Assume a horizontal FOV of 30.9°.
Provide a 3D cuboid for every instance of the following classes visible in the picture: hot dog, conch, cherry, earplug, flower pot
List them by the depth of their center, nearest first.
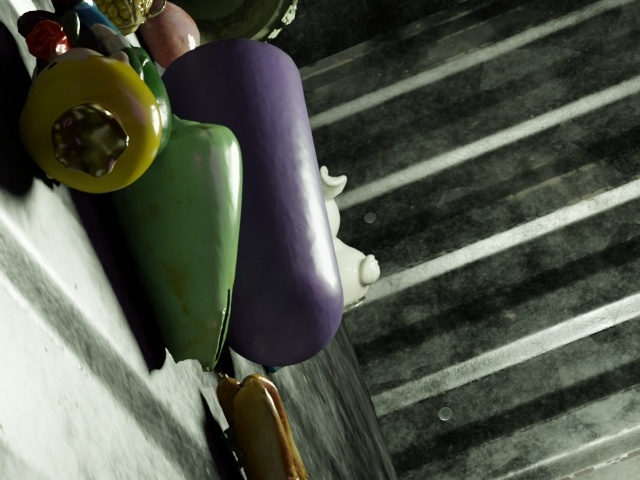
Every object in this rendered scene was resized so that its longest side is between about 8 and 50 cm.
[{"bbox_3d":[-0.137,-0.003,1.168,0.137,0.143,0.251,-15,98,-45],"label":"conch"},{"bbox_3d":[-0.050,0.263,1.258,0.109,0.072,0.270,-70,140,-88],"label":"hot dog"},{"bbox_3d":[-0.089,-0.040,1.548,0.215,0.215,0.456,63,10,-56],"label":"earplug"},{"bbox_3d":[-0.235,-0.320,1.819,0.126,0.087,0.106,68,-2,-59],"label":"cherry"},{"bbox_3d":[-0.207,-0.474,2.009,0.259,0.290,0.290,50,-13,54],"label":"flower pot"}]

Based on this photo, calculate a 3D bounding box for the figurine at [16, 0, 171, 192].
[{"bbox_3d":[-0.202,-0.130,0.971,0.185,0.127,0.234,63,14,-7],"label":"figurine"}]

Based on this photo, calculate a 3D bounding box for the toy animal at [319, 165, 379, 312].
[{"bbox_3d":[-0.006,0.001,2.460,0.247,0.182,0.310,-1,-68,58],"label":"toy animal"}]

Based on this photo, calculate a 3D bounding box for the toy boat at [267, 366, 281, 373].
[{"bbox_3d":[-0.076,0.106,1.859,0.299,0.061,0.096,-104,171,-65],"label":"toy boat"}]

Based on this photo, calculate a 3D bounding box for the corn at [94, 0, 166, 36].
[{"bbox_3d":[-0.283,-0.382,1.365,0.106,0.106,0.293,-101,168,-71],"label":"corn"}]
